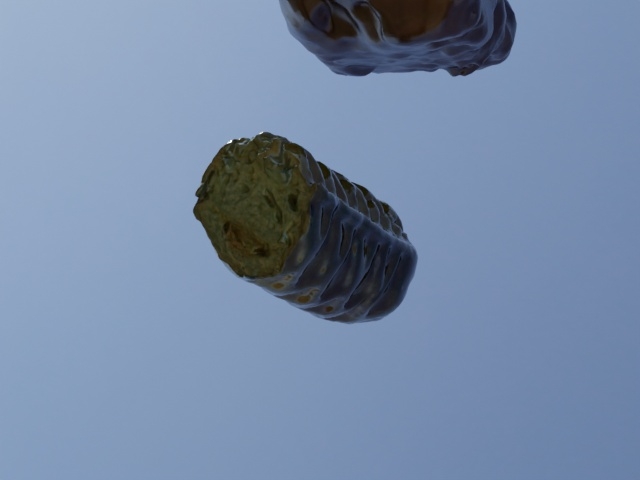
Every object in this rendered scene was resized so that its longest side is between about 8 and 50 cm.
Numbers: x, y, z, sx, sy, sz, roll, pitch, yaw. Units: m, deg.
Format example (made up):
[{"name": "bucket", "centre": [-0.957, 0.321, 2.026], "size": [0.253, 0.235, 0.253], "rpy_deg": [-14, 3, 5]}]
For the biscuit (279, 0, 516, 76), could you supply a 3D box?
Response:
[{"name": "biscuit", "centre": [0.045, -0.329, 1.355], "size": [0.166, 0.342, 0.395], "rpy_deg": [-7, -90, 10]}]

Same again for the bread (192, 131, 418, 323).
[{"name": "bread", "centre": [0.000, -0.001, 1.208], "size": [0.087, 0.269, 0.098], "rpy_deg": [-33, -109, 11]}]
